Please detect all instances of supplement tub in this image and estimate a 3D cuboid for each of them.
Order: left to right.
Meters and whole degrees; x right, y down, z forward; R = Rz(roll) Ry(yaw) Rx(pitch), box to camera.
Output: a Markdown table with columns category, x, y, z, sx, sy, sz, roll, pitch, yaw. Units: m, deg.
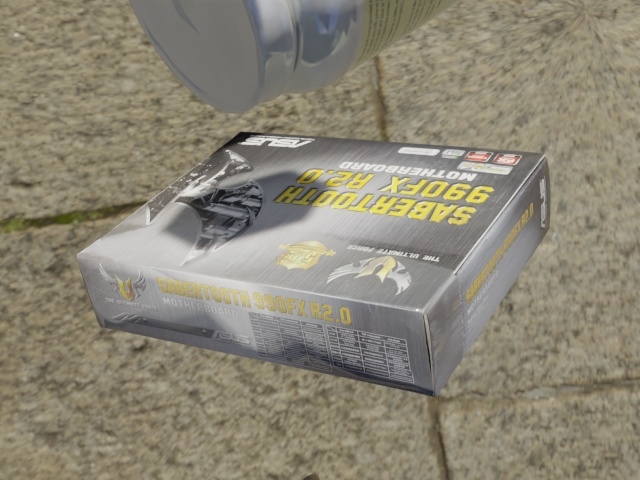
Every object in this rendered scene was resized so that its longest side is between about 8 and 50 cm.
| category | x | y | z | sx | sy | sz | roll | pitch | yaw |
| --- | --- | --- | --- | --- | --- | --- | --- | --- | --- |
| supplement tub | 0.007 | -0.275 | 0.876 | 0.235 | 0.325 | 0.235 | 39 | 151 | 28 |

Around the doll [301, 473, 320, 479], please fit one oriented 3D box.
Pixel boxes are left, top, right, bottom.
| category | x | y | z | sx | sy | sz | roll | pitch | yaw |
| --- | --- | --- | --- | --- | --- | --- | --- | --- | --- |
| doll | 0.042 | 0.224 | 0.625 | 0.189 | 0.129 | 0.046 | 38 | 122 | 34 |

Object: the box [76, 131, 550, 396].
| category | x | y | z | sx | sy | sz | roll | pitch | yaw |
| --- | --- | --- | --- | --- | --- | --- | --- | --- | --- |
| box | 0.000 | 0.000 | 0.603 | 0.231 | 0.183 | 0.056 | 8 | 122 | 31 |
